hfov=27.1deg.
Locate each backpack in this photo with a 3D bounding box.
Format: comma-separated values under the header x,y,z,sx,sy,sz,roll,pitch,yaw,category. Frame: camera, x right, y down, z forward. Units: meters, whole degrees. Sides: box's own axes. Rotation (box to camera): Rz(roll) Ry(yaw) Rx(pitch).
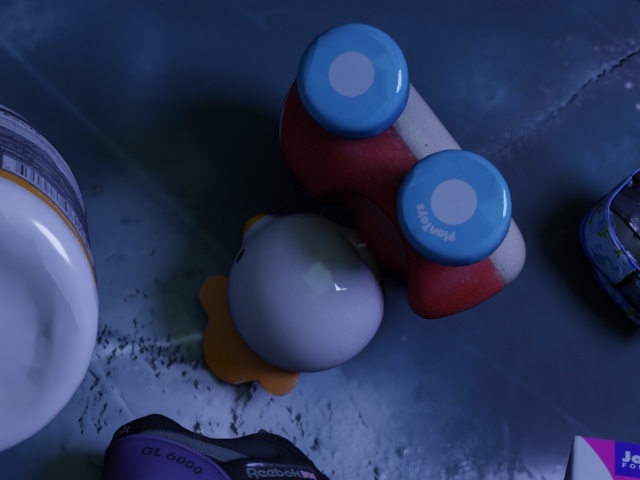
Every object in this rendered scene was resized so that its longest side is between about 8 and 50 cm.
x,y,z,sx,sy,sz,roll,pitch,yaw,category
0.263,0.006,1.053,0.105,0.084,0.114,-39,87,-28,backpack

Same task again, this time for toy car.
x,y,z,sx,sy,sz,roll,pitch,yaw,category
0.000,0.000,0.942,0.238,0.219,0.210,-37,80,1,toy car

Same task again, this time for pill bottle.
x,y,z,sx,sy,sz,roll,pitch,yaw,category
-0.217,0.004,0.787,0.162,0.278,0.162,-4,107,-12,pill bottle

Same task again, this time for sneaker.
x,y,z,sx,sy,sz,roll,pitch,yaw,category
-0.008,0.183,0.882,0.283,0.107,0.124,19,40,-20,sneaker

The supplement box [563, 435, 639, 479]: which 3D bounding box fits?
x,y,z,sx,sy,sz,roll,pitch,yaw,category
0.207,0.250,0.864,0.111,0.114,0.220,6,43,7,supplement box
